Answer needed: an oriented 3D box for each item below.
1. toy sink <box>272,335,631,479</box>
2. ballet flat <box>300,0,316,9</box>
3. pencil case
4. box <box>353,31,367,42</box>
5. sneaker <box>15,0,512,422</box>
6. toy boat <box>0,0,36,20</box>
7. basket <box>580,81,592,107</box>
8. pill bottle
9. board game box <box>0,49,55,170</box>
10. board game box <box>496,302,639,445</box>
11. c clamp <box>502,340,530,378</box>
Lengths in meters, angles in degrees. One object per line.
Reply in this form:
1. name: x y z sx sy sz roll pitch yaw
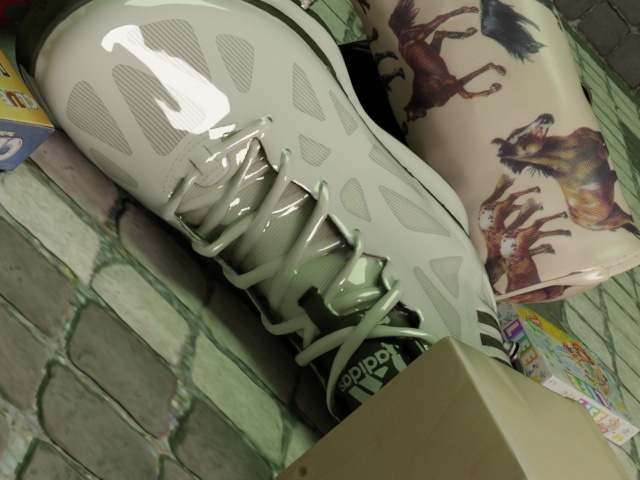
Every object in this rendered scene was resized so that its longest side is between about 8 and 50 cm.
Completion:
1. toy sink: 0.107 0.175 1.134 0.234 0.153 0.131 28 27 -47
2. ballet flat: -0.054 -0.195 1.580 0.147 0.147 0.409 46 19 -9
3. pencil case: 0.117 -0.144 1.491 0.410 0.160 0.183 68 -18 0
4. box: 0.118 -0.123 1.862 0.114 0.103 0.203 23 31 -54
5. sneaker: 0.001 0.000 1.215 0.447 0.169 0.257 36 20 -42
6. toy boat: -0.172 -0.178 1.275 0.231 0.151 0.151 -88 166 -67
7. basket: 0.171 -0.200 2.084 0.227 0.154 0.204 54 17 26
8. pill bottle: 0.055 -0.122 1.675 0.123 0.123 0.219 50 18 4
9. board game box: -0.267 -0.121 1.035 0.165 0.042 0.243 54 18 18
10. board game box: 0.229 0.123 1.740 0.154 0.026 0.103 32 25 -43
11. c clamp: 0.132 0.075 1.616 0.161 0.022 0.137 43 18 -16
